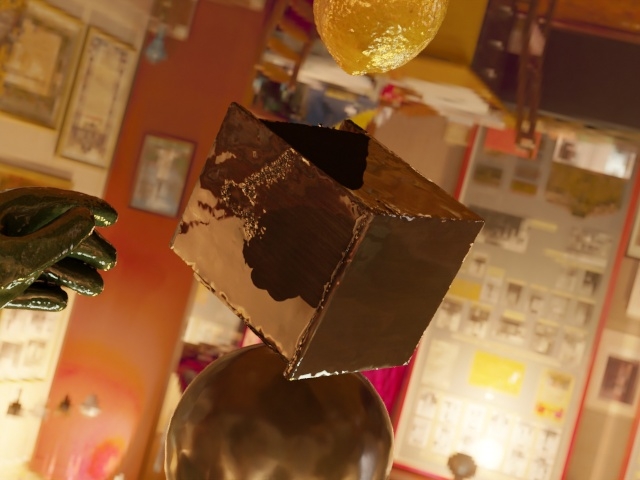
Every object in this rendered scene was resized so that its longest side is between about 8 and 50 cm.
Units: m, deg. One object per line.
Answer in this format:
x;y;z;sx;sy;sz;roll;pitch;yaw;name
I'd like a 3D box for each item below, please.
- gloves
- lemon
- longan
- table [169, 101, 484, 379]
-0.262;0.026;0.847;0.135;0.107;0.268;-18;-174;44;gloves
0.062;-0.255;1.191;0.142;0.187;0.142;16;-140;-14;lemon
-0.044;0.231;1.195;0.258;0.258;0.258;15;180;0;longan
0.000;0.000;1.008;0.169;0.172;0.193;1;-148;-50;table
